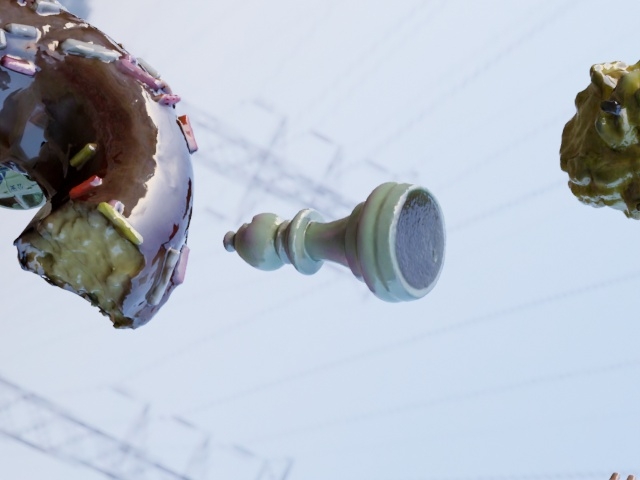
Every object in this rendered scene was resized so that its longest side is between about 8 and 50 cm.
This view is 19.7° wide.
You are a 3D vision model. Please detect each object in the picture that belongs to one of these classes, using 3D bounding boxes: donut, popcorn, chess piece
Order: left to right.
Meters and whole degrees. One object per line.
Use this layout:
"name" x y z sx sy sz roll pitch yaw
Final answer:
"donut" -0.246 -0.090 1.515 0.136 0.345 0.259 -51 -163 48
"chess piece" 0.000 0.000 2.137 0.271 0.139 0.139 1 -123 32
"popcorn" 0.379 -0.122 2.161 0.218 0.169 0.189 12 -75 37

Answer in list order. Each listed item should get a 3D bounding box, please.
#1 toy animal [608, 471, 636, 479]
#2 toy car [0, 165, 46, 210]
"toy animal" 0.335 0.336 2.118 0.083 0.089 0.150 124 -20 -66
"toy car" -0.364 -0.079 2.280 0.224 0.076 0.090 -11 -167 40
